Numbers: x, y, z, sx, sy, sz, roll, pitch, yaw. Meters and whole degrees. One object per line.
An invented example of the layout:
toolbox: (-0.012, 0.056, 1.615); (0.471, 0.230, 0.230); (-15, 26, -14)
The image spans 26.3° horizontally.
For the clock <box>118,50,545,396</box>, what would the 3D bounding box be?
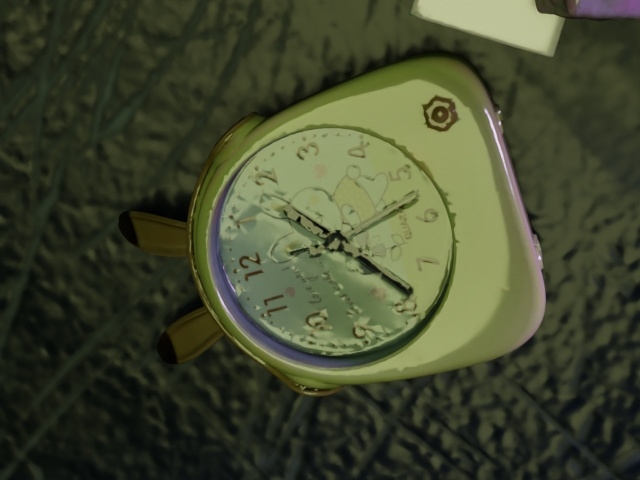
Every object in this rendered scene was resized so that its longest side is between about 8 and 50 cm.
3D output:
clock: (0.000, 0.000, 0.766); (0.231, 0.069, 0.170); (-15, 101, 10)

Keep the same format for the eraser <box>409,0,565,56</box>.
eraser: (0.127, -0.248, 0.692); (0.078, 0.076, 0.298); (18, 104, 2)

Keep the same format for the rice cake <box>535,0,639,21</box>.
rice cake: (0.244, -0.151, 0.674); (0.297, 0.050, 0.106); (0, 104, -15)
